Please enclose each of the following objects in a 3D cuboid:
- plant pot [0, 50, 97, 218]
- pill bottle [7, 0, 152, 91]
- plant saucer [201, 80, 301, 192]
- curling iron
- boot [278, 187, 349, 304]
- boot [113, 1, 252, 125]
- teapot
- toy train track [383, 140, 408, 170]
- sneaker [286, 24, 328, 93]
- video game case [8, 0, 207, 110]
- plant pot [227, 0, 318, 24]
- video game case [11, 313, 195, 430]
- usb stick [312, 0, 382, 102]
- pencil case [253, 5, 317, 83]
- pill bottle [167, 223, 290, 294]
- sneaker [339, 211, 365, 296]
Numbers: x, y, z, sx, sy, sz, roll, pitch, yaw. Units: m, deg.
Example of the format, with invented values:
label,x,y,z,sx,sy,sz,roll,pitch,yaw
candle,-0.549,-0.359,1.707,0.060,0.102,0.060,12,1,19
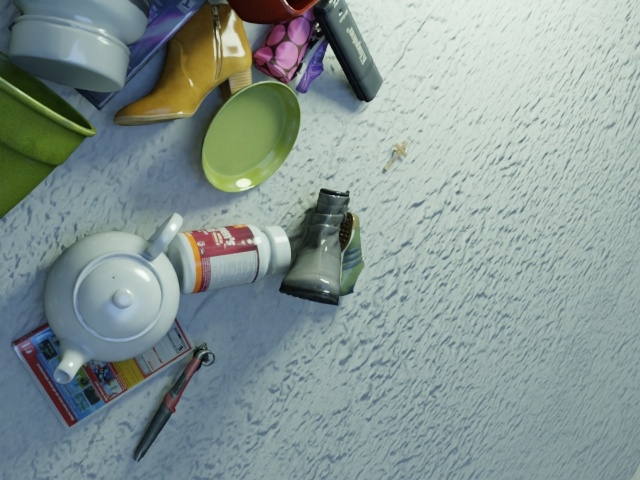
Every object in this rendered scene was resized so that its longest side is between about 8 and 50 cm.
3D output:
label,x,y,z,sx,sy,sz,roll,pitch,yaw
plant pot,-0.581,-0.129,0.977,0.366,0.366,0.353,37,91,-31
pill bottle,-0.354,-0.428,1.060,0.204,0.204,0.360,12,86,-33
plant saucer,-0.140,-0.205,1.338,0.241,0.037,0.240,-32,144,-28
curling iron,-0.295,0.329,1.391,0.274,0.035,0.068,-59,156,-4
boot,0.000,0.000,1.369,0.118,0.338,0.222,14,94,-6
boot,-0.261,-0.331,1.264,0.295,0.104,0.211,-19,104,-33
teapot,-0.353,0.094,1.203,0.253,0.187,0.255,-8,89,-25
toy train track,0.173,-0.197,1.597,0.083,0.014,0.048,-53,128,-5
sneaker,-0.015,-0.383,1.427,0.071,0.068,0.169,30,92,-47
video game case,-0.358,-0.388,1.176,0.196,0.026,0.274,42,80,-9
plant pot,-0.081,-0.516,1.147,0.267,0.236,0.267,-45,107,-21
video game case,-0.404,0.203,1.316,0.285,0.025,0.204,-32,115,-23
usb stick,0.062,-0.394,1.415,0.077,0.045,0.278,-55,143,-12
pencil case,-0.062,-0.422,1.365,0.209,0.098,0.095,-65,167,-5
pill bottle,-0.179,0.031,1.362,0.221,0.121,0.121,-9,104,-30
sneaker,0.064,0.035,1.552,0.086,0.064,0.192,14,92,-41
